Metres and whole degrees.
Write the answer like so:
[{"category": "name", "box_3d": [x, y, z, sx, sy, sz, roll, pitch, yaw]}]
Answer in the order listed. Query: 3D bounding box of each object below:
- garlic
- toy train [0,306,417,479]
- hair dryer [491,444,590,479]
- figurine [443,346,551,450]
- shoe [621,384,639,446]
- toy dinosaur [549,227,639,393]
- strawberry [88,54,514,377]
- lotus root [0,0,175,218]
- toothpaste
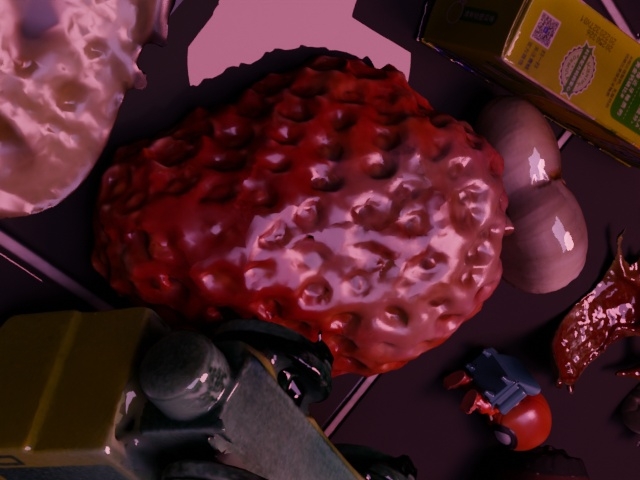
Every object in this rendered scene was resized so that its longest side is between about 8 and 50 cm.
[{"category": "garlic", "box_3d": [0.177, -0.042, 0.840, 0.099, 0.124, 0.174, -21, 99, -9]}, {"category": "toy train", "box_3d": [-0.073, 0.189, 0.737, 0.369, 0.237, 0.150, 58, 35, -45]}, {"category": "hair dryer", "box_3d": [0.115, 0.346, 0.947, 0.341, 0.123, 0.312, 13, 83, -18]}, {"category": "figurine", "box_3d": [0.191, 0.164, 0.964, 0.075, 0.068, 0.140, -42, 131, 8]}, {"category": "shoe", "box_3d": [0.435, 0.192, 1.120, 0.169, 0.071, 0.099, -35, 126, -9]}, {"category": "toy dinosaur", "box_3d": [0.361, 0.079, 1.001, 0.327, 0.113, 0.206, 6, 101, -28]}, {"category": "strawberry", "box_3d": [0.000, 0.000, 0.732, 0.336, 0.149, 0.265, -3, 113, -29]}, {"category": "lotus root", "box_3d": [-0.255, -0.167, 0.540, 0.390, 0.111, 0.374, -39, 126, -16]}, {"category": "toothpaste", "box_3d": [0.241, -0.139, 0.840, 0.327, 0.110, 0.077, 22, 95, -35]}]
